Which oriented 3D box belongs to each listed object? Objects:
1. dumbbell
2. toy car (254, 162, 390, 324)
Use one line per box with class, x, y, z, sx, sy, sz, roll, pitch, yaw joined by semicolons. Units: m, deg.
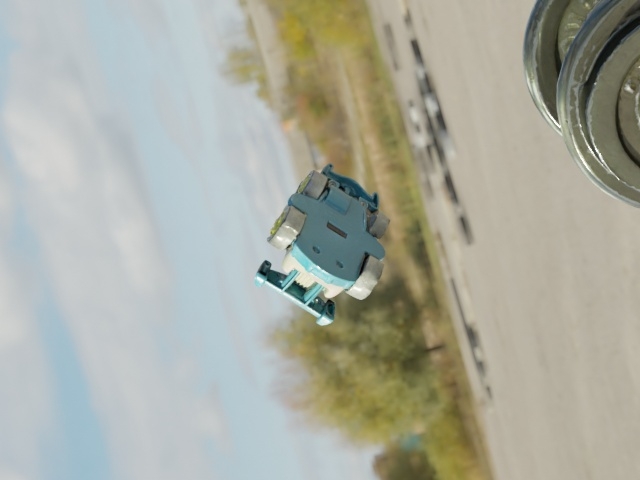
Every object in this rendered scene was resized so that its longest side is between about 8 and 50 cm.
dumbbell;0.261;-0.134;1.085;0.290;0.192;0.192;-95;-12;-70
toy car;0.000;0.000;1.544;0.126;0.098;0.161;32;-142;-13
